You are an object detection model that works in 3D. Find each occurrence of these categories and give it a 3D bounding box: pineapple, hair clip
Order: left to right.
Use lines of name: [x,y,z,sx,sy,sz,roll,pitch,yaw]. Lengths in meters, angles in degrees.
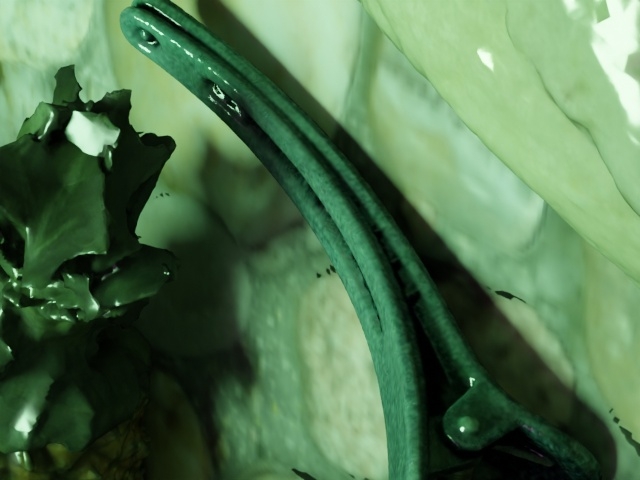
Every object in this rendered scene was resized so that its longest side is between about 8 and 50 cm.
pineapple: [-0.105,0.037,0.624,0.125,0.125,0.251,55,149,23]
hair clip: [0.000,0.000,0.545,0.229,0.070,0.039,58,154,31]

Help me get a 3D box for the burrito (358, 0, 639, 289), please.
burrito: [0.063,-0.068,0.411,0.392,0.076,0.117,49,145,32]
